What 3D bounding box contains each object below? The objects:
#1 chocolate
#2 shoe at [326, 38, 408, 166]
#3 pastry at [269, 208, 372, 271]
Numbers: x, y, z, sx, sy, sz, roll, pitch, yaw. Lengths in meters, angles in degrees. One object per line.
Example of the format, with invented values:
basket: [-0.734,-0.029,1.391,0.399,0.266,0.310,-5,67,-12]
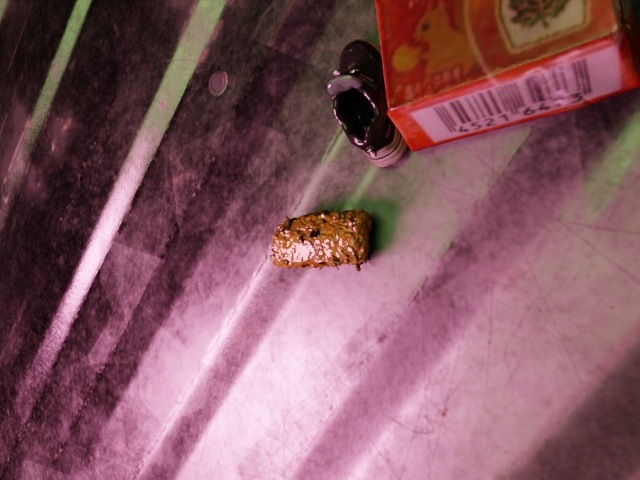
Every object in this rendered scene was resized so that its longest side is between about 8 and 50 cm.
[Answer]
chocolate: [0.169,-0.238,0.475,0.238,0.108,0.234,-10,79,34]
shoe: [0.046,-0.174,0.555,0.071,0.099,0.169,-21,74,33]
pastry: [0.000,0.000,0.599,0.140,0.056,0.079,1,94,27]
